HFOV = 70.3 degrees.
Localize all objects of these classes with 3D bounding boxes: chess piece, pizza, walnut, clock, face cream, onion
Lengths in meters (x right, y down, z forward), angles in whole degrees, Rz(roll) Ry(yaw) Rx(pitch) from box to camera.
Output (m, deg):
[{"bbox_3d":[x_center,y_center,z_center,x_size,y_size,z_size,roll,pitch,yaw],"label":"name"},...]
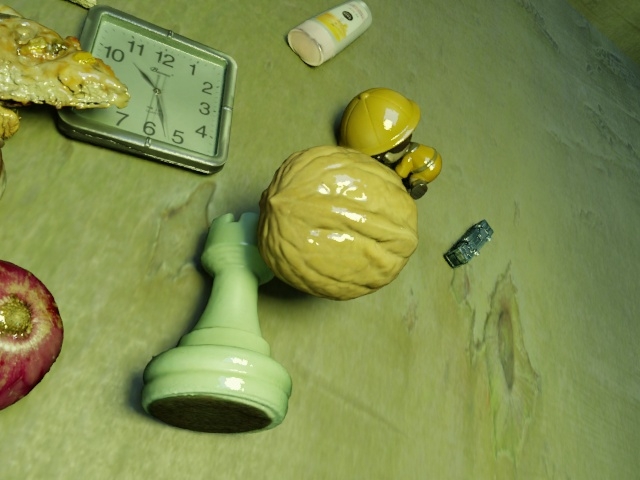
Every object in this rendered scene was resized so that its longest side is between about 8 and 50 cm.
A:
[{"bbox_3d":[-0.130,0.107,0.666,0.194,0.194,0.299,21,49,-23],"label":"chess piece"},{"bbox_3d":[-0.418,-0.262,0.655,0.297,0.071,0.189,32,40,9],"label":"pizza"},{"bbox_3d":[0.024,-0.024,0.667,0.261,0.225,0.225,19,57,-42],"label":"walnut"},{"bbox_3d":[-0.292,-0.264,0.812,0.273,0.049,0.279,14,61,-26],"label":"clock"},{"bbox_3d":[0.033,-0.522,1.133,0.107,0.073,0.269,41,53,1],"label":"face cream"},{"bbox_3d":[-0.385,0.105,0.510,0.177,0.153,0.177,-13,105,-60],"label":"onion"}]

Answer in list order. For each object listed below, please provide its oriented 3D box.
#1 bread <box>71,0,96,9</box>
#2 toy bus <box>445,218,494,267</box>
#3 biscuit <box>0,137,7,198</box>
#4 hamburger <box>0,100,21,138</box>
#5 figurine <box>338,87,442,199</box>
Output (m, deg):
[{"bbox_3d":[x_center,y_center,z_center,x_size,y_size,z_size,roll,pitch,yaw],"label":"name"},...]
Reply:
[{"bbox_3d":[-0.440,-0.463,0.826,0.070,0.035,0.083,12,55,-28],"label":"bread"},{"bbox_3d":[0.358,0.006,1.087,0.166,0.065,0.047,-35,89,-40],"label":"toy bus"},{"bbox_3d":[-0.552,-0.115,0.469,0.366,0.115,0.268,-3,40,-50],"label":"biscuit"},{"bbox_3d":[-0.472,-0.175,0.639,0.083,0.076,0.044,3,64,-46],"label":"hamburger"},{"bbox_3d":[0.164,-0.227,1.015,0.256,0.167,0.192,32,41,-18],"label":"figurine"}]
